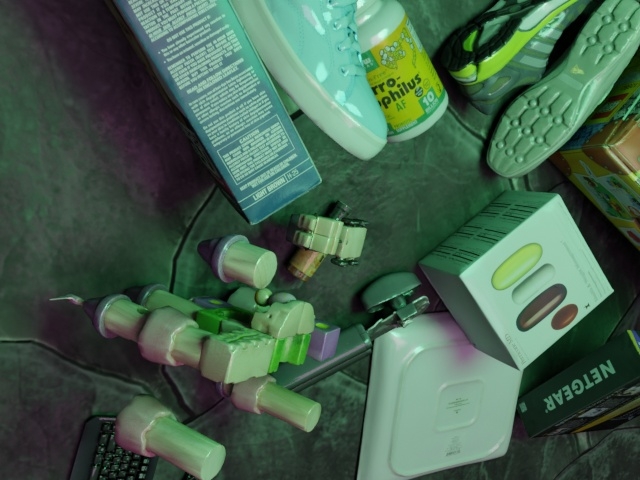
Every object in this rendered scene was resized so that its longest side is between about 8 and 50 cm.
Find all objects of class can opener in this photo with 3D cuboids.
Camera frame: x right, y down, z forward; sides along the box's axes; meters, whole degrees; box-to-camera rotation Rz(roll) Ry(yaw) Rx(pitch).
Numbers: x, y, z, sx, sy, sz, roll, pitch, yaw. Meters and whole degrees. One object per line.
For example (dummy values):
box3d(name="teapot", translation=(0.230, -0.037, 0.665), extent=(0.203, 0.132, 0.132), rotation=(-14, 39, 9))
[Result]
box3d(name="can opener", translation=(0.041, 0.142, 1.045), extent=(0.284, 0.095, 0.076), rotation=(-26, 157, -10))

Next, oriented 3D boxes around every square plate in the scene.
box3d(name="square plate", translation=(0.240, 0.286, 1.202), extent=(0.347, 0.049, 0.343), rotation=(-4, 110, -25))

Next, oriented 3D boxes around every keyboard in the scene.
box3d(name="keyboard", translation=(-0.283, 0.406, 0.996), extent=(0.202, 0.033, 0.317), rotation=(10, 105, -30))

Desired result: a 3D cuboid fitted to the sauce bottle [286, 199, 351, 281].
box3d(name="sauce bottle", translation=(0.000, 0.000, 0.974), extent=(0.042, 0.042, 0.128), rotation=(34, 94, -32))

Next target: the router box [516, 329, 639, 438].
box3d(name="router box", translation=(0.559, 0.271, 1.243), extent=(0.243, 0.081, 0.309), rotation=(4, 144, -28))

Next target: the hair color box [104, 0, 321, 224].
box3d(name="hair color box", translation=(-0.140, -0.202, 0.749), extent=(0.105, 0.174, 0.347), rotation=(-33, 120, -8))

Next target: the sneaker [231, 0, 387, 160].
box3d(name="sneaker", translation=(-0.004, -0.267, 0.730), extent=(0.150, 0.135, 0.366), rotation=(-30, 98, 22))

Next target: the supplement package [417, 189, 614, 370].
box3d(name="supplement package", translation=(0.309, 0.057, 1.063), extent=(0.203, 0.149, 0.194), rotation=(-38, 105, -9))

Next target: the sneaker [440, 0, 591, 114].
box3d(name="sneaker", translation=(0.311, -0.308, 0.990), extent=(0.300, 0.111, 0.121), rotation=(-38, 135, -6))

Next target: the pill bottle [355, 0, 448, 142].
box3d(name="pill bottle", translation=(0.075, -0.241, 0.875), extent=(0.117, 0.117, 0.208), rotation=(-41, 122, -7))

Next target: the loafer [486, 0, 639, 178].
box3d(name="loafer", translation=(0.387, -0.226, 1.042), extent=(0.319, 0.112, 0.111), rotation=(-50, 157, 13))

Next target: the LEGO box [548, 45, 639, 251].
box3d(name="LEGO box", translation=(0.693, -0.112, 1.091), extent=(0.500, 0.193, 0.372), rotation=(43, 87, -10))

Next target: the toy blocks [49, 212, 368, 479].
box3d(name="toy blocks", translation=(-0.139, 0.087, 0.850), extent=(0.289, 0.260, 0.308), rotation=(2, 103, -61))
